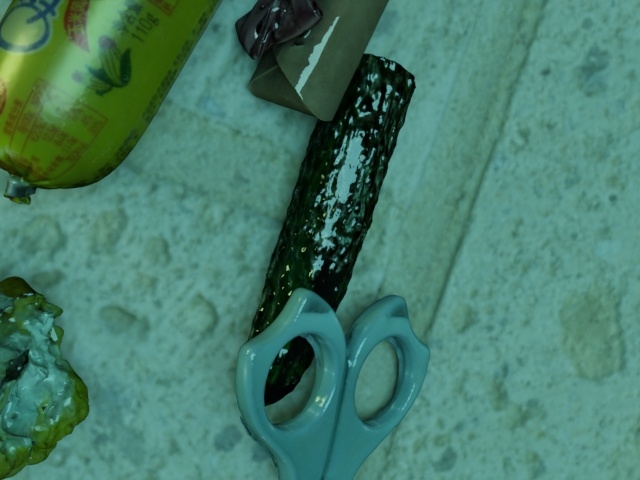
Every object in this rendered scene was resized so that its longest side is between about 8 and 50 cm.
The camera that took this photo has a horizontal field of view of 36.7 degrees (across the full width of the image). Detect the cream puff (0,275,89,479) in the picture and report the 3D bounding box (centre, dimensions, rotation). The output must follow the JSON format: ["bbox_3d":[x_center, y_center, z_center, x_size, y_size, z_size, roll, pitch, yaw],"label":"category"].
[{"bbox_3d":[-0.239,0.107,0.664,0.121,0.156,0.156,-12,95,18],"label":"cream puff"}]

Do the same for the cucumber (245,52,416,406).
[{"bbox_3d":[0.000,0.000,0.750,0.067,0.067,0.294,19,87,-13],"label":"cucumber"}]

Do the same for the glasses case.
[{"bbox_3d":[-0.006,-0.198,0.730,0.070,0.102,0.193,33,81,-57],"label":"glasses case"}]

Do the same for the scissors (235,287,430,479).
[{"bbox_3d":[-0.012,0.212,0.753,0.191,0.029,0.360,5,102,-43],"label":"scissors"}]

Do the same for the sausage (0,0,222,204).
[{"bbox_3d":[-0.135,-0.180,0.682,0.123,0.123,0.347,30,85,-13],"label":"sausage"}]
